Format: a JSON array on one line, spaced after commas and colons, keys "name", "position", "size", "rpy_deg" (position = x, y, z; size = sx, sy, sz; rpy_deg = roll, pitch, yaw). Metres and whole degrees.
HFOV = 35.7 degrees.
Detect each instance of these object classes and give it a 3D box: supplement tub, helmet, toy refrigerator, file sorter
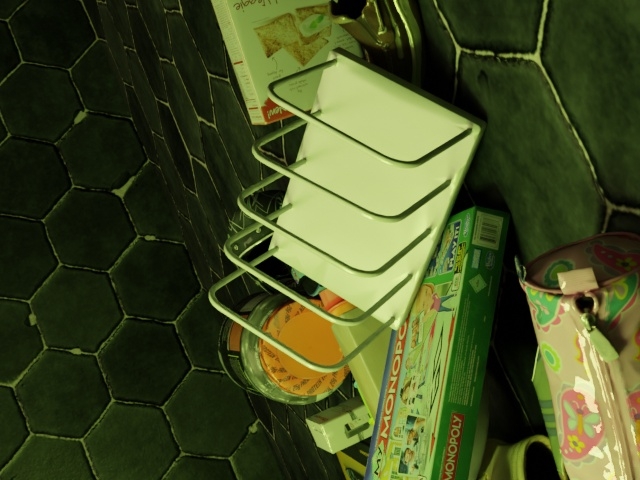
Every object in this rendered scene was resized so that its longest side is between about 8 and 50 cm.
[{"name": "supplement tub", "position": [-0.062, 0.190, 1.808], "size": [0.207, 0.207, 0.338], "rpy_deg": [69, 164, -2]}, {"name": "helmet", "position": [-0.079, -0.008, 1.693], "size": [0.161, 0.169, 0.169], "rpy_deg": [55, 169, -22]}, {"name": "toy refrigerator", "position": [0.121, 0.220, 1.449], "size": [0.269, 0.102, 0.094], "rpy_deg": [64, 163, 12]}, {"name": "file sorter", "position": [0.017, -0.030, 1.073], "size": [0.193, 0.173, 0.277], "rpy_deg": [31, 122, 19]}]

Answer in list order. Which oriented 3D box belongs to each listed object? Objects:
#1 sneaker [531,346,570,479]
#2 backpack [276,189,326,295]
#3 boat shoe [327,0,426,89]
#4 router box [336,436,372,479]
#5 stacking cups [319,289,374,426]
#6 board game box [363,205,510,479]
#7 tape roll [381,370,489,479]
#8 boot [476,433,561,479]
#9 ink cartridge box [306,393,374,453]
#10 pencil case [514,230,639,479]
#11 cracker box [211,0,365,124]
[{"name": "sneaker", "position": [0.259, 0.166, 1.029], "size": [0.086, 0.064, 0.192], "rpy_deg": [-122, 18, -56]}, {"name": "backpack", "position": [0.000, 0.000, 1.533], "size": [0.158, 0.117, 0.173], "rpy_deg": [64, 162, 15]}, {"name": "boat shoe", "position": [0.050, -0.257, 1.094], "size": [0.095, 0.095, 0.257], "rpy_deg": [46, 152, 53]}, {"name": "router box", "position": [0.129, 0.442, 1.736], "size": [0.242, 0.081, 0.309], "rpy_deg": [69, 164, -3]}, {"name": "stacking cups", "position": [0.073, 0.189, 1.570], "size": [0.316, 0.096, 0.096], "rpy_deg": [62, 162, 20]}, {"name": "board game box", "position": [0.128, 0.133, 1.127], "size": [0.213, 0.046, 0.317], "rpy_deg": [153, 130, -73]}, {"name": "tape roll", "position": [0.141, 0.224, 1.281], "size": [0.219, 0.072, 0.219], "rpy_deg": [-172, 90, -77]}, {"name": "boot", "position": [0.268, 0.353, 1.173], "size": [0.203, 0.095, 0.261], "rpy_deg": [133, 117, -70]}, {"name": "ink cartridge box", "position": [0.056, 0.309, 1.705], "size": [0.056, 0.135, 0.099], "rpy_deg": [69, 164, -3]}, {"name": "pencil case", "position": [0.259, 0.135, 0.871], "size": [0.124, 0.124, 0.284], "rpy_deg": [25, 134, 67]}, {"name": "cracker box", "position": [-0.044, -0.279, 1.260], "size": [0.067, 0.156, 0.232], "rpy_deg": [17, 127, 69]}]
